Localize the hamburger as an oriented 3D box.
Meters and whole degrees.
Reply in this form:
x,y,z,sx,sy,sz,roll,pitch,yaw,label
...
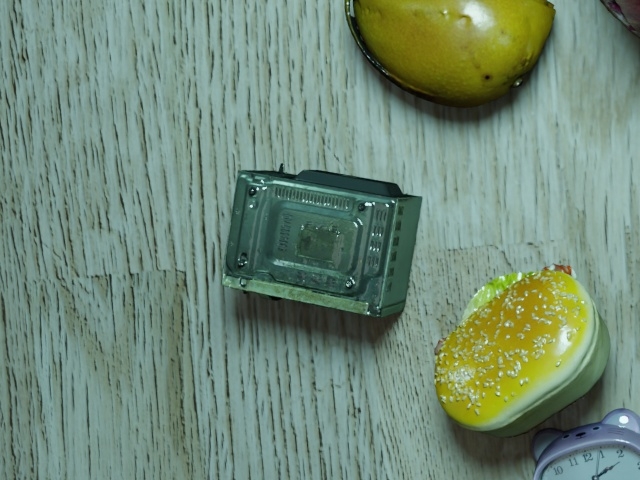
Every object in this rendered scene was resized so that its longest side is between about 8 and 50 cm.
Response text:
x,y,z,sx,sy,sz,roll,pitch,yaw,label
0.220,0.123,1.303,0.210,0.173,0.116,-36,118,19,hamburger

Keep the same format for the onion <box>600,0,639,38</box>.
x,y,z,sx,sy,sz,roll,pitch,yaw,label
0.366,-0.353,1.171,0.385,0.347,0.348,14,99,55,onion

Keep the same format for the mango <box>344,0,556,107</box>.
x,y,z,sx,sy,sz,roll,pitch,yaw,label
0.134,-0.244,1.325,0.236,0.136,0.166,34,107,21,mango

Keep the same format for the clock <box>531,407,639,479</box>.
x,y,z,sx,sy,sz,roll,pitch,yaw,label
0.310,0.260,1.329,0.152,0.050,0.110,-20,86,20,clock

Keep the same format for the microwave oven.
x,y,z,sx,sy,sz,roll,pitch,yaw,label
0.000,0.000,1.389,0.204,0.129,0.163,10,97,19,microwave oven
